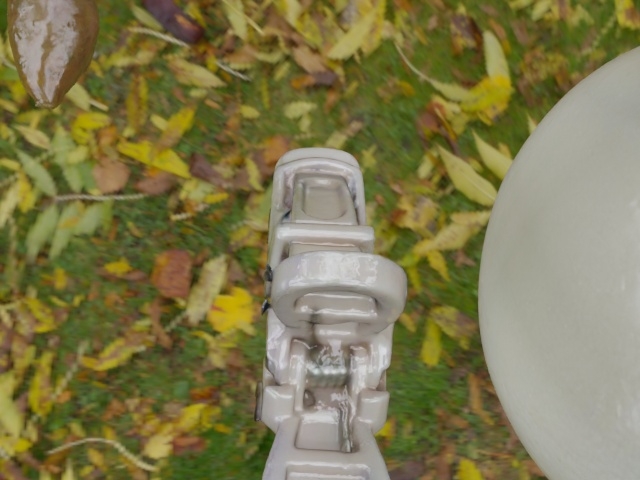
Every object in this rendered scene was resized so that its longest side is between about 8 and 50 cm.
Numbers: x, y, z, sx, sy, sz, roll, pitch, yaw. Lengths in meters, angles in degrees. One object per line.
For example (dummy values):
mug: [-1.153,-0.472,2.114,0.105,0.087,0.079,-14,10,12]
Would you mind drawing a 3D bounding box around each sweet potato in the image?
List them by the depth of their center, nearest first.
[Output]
sweet potato: [-0.155,-0.184,0.836,0.065,0.051,0.218,3,78,18]

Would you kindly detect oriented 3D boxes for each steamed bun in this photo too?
steamed bun: [0.228,0.031,0.814,0.324,0.206,0.324,-15,72,58]

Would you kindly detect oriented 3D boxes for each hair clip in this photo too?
hair clip: [0.000,0.000,0.409,0.034,0.226,0.072,3,111,-3]
